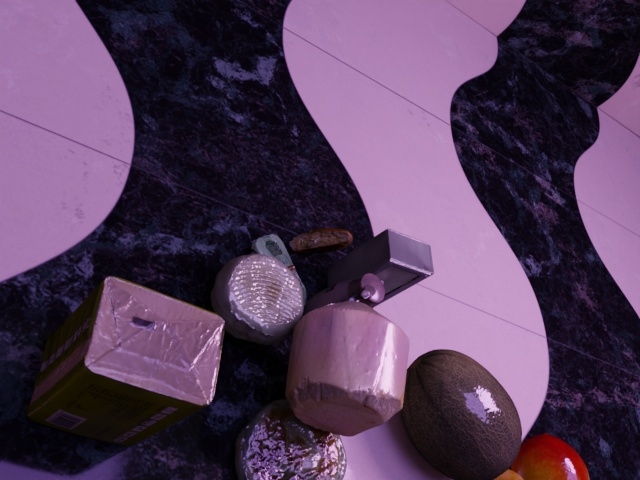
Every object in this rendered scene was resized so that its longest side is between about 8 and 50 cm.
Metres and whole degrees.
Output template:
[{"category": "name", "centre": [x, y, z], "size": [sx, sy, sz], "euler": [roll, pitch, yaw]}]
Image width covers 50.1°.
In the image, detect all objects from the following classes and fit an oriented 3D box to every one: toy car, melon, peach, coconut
[{"category": "toy car", "centre": [-0.085, 0.070, 1.503], "size": [0.093, 0.058, 0.186], "euler": [-18, 77, -47]}, {"category": "melon", "centre": [0.303, 0.386, 1.515], "size": [0.302, 0.237, 0.237], "euler": [53, 43, -1]}, {"category": "peach", "centre": [0.553, 0.563, 1.657], "size": [0.197, 0.197, 0.197], "euler": [21, 53, -30]}, {"category": "coconut", "centre": [0.054, 0.231, 1.316], "size": [0.239, 0.239, 0.244], "euler": [31, 50, -23]}]

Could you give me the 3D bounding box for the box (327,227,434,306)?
[{"category": "box", "centre": [0.133, 0.072, 1.566], "size": [0.129, 0.225, 0.086], "euler": [19, 54, -31]}]

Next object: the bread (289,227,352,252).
[{"category": "bread", "centre": [0.023, -0.004, 1.585], "size": [0.154, 0.136, 0.054], "euler": [-5, 86, -39]}]

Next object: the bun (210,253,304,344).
[{"category": "bun", "centre": [-0.134, 0.123, 1.382], "size": [0.195, 0.118, 0.196], "euler": [17, 60, -32]}]

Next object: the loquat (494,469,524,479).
[{"category": "loquat", "centre": [0.412, 0.593, 1.550], "size": [0.163, 0.137, 0.163], "euler": [19, 65, -47]}]

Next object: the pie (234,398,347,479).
[{"category": "pie", "centre": [-0.054, 0.420, 1.308], "size": [0.240, 0.054, 0.241], "euler": [16, 55, -24]}]

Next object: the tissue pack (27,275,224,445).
[{"category": "tissue pack", "centre": [-0.309, 0.199, 1.074], "size": [0.200, 0.274, 0.167], "euler": [24, 50, -28]}]

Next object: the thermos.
[{"category": "thermos", "centre": [0.049, 0.141, 1.476], "size": [0.137, 0.193, 0.105], "euler": [-24, 83, -45]}]
